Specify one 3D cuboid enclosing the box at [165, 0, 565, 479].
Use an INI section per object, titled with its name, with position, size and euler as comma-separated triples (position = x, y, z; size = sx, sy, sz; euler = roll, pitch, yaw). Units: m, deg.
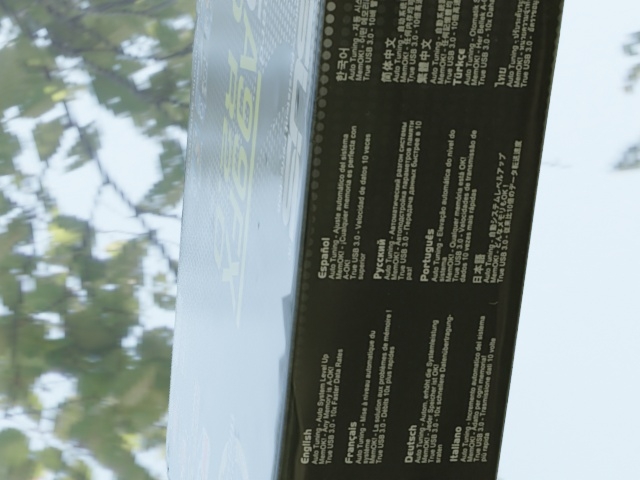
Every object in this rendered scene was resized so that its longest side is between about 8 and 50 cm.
[box]
position = 0.000, 0.000, 0.525
size = 0.060, 0.216, 0.270
euler = 1, -69, -11
